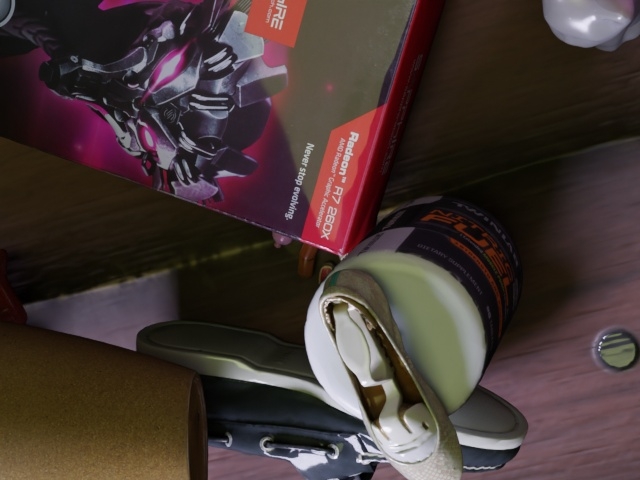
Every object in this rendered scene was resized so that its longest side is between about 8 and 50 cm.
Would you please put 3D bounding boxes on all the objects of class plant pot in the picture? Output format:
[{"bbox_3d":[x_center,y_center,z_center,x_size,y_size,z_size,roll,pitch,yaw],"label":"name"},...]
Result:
[{"bbox_3d":[-0.220,0.165,1.161,0.254,0.237,0.237,-2,102,2],"label":"plant pot"}]

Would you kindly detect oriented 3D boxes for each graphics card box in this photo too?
[{"bbox_3d":[-0.107,-0.157,1.179,0.371,0.094,0.233,20,107,11],"label":"graphics card box"}]

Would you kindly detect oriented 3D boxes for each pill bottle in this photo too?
[{"bbox_3d":[0.080,0.040,1.119,0.130,0.246,0.130,4,105,14],"label":"pill bottle"}]

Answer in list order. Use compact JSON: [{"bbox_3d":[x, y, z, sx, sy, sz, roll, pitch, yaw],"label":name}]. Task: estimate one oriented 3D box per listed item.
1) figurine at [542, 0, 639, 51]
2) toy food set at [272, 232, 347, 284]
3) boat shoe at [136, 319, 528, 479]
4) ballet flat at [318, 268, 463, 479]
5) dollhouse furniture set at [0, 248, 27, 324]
[{"bbox_3d":[0.252,-0.149,1.051,0.215,0.209,0.092,25,107,9],"label":"figurine"},{"bbox_3d":[0.000,0.000,1.254,0.078,0.019,0.122,-23,103,19],"label":"toy food set"},{"bbox_3d":[0.000,0.156,1.231,0.340,0.127,0.113,10,105,15],"label":"boat shoe"},{"bbox_3d":[0.041,0.100,0.985,0.057,0.052,0.168,-26,96,21],"label":"ballet flat"},{"bbox_3d":[-0.422,0.059,1.336,0.374,0.152,0.201,8,104,-4],"label":"dollhouse furniture set"}]
